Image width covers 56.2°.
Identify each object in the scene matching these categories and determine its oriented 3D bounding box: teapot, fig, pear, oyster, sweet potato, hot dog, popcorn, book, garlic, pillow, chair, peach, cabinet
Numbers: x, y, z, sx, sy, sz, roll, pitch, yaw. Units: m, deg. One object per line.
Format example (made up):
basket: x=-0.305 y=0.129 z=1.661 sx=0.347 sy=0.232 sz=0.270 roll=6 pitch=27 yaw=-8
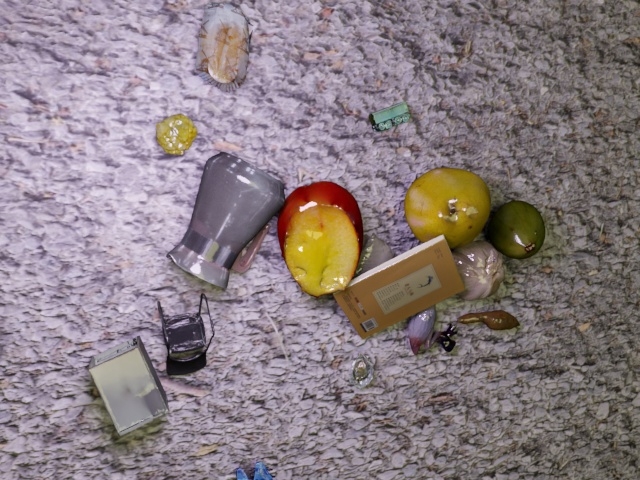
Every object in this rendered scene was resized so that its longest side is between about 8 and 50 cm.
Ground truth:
teapot: x=-0.264 y=-0.051 z=1.742 sx=0.300 sy=0.253 sz=0.344 roll=31 pitch=88 yaw=-51
fig: x=0.705 y=-0.027 z=2.110 sx=0.202 sy=0.225 sz=0.203 roll=-3 pitch=113 yaw=-7
pear: x=0.416 y=-0.113 z=1.932 sx=0.284 sy=0.336 sz=0.285 roll=3 pitch=75 yaw=-11
oyster: x=0.134 y=0.438 z=2.011 sx=0.098 sy=0.037 sz=0.100 roll=45 pitch=97 yaw=2
sweet potato: x=0.622 y=0.286 z=2.167 sx=0.269 sy=0.074 sz=0.075 roll=6 pitch=90 yaw=-18
hot dog: x=-0.289 y=-0.575 z=1.778 sx=0.162 sy=0.081 sz=0.271 roll=11 pitch=80 yaw=-30
popcorn: x=-0.419 y=-0.305 z=1.730 sx=0.106 sy=0.116 sz=0.121 roll=6 pitch=86 yaw=22
book: x=0.256 y=0.158 z=1.912 sx=0.388 sy=0.032 sz=0.269 roll=-26 pitch=131 yaw=4
garlic: x=0.545 y=0.104 z=2.088 sx=0.227 sy=0.152 sz=0.228 roll=-3 pitch=99 yaw=-20
pillow: x=0.165 y=0.078 z=1.981 sx=0.134 sy=0.077 sz=0.182 roll=33 pitch=77 yaw=-22
chair: x=-0.398 y=0.281 z=1.760 sx=0.140 sy=0.221 sz=0.145 roll=-8 pitch=52 yaw=-20
peach: x=0.000 y=0.000 z=1.807 sx=0.280 sy=0.281 sz=0.339 roll=3 pitch=76 yaw=-21
cabinet: x=-0.535 y=0.401 z=1.682 sx=0.144 sy=0.150 sz=0.206 roll=-23 pitch=100 yaw=-13

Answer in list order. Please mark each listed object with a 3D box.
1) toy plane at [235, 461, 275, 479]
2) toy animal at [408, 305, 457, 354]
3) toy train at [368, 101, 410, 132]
toy plane: x=-0.156 y=0.782 z=1.886 sx=0.246 sy=0.078 sz=0.170 roll=13 pitch=88 yaw=-28
toy animal: x=0.359 y=0.255 z=2.055 sx=0.195 sy=0.090 sz=0.324 roll=-32 pitch=112 yaw=-23
toy train: x=0.231 y=-0.411 z=2.006 sx=0.147 sy=0.038 sz=0.071 roll=-24 pitch=98 yaw=-18
